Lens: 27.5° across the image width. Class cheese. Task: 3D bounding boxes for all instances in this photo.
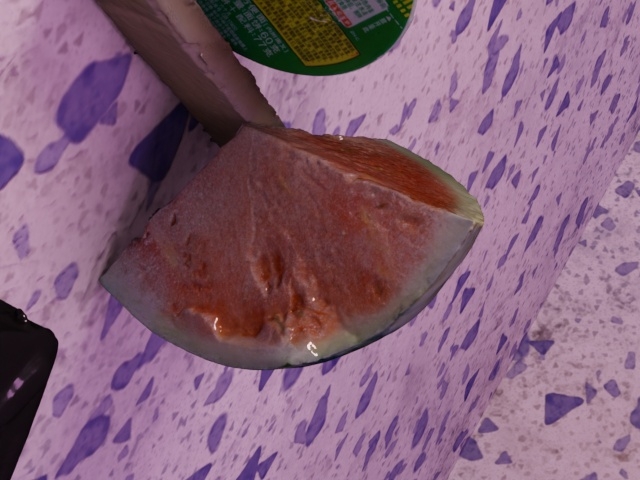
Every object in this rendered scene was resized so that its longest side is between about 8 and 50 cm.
[{"bbox_3d":[-0.080,-0.113,0.966,0.034,0.085,0.400,-59,159,-8],"label":"cheese"}]

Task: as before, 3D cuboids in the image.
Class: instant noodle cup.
[{"bbox_3d":[0.011,-0.263,0.902,0.207,0.207,0.232,89,24,-49],"label":"instant noodle cup"}]

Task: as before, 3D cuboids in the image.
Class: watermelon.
[{"bbox_3d":[0.000,0.000,0.976,0.256,0.260,0.176,-42,146,-20],"label":"watermelon"}]

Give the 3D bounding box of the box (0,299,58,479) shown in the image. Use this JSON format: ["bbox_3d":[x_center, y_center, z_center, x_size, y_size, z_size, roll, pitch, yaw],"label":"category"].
[{"bbox_3d":[-0.291,0.167,0.786,0.289,0.073,0.290,-67,159,5],"label":"box"}]
